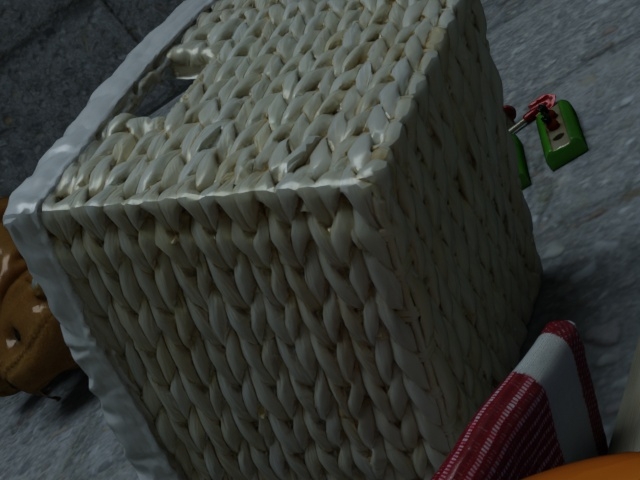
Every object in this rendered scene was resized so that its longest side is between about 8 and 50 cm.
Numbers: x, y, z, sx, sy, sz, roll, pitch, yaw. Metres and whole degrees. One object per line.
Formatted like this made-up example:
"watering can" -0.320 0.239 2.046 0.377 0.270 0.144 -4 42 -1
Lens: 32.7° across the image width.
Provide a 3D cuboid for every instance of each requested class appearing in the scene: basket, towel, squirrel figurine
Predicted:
"basket" -0.002 0.009 0.838 0.266 0.331 0.328 -3 36 23
"towel" 0.046 0.223 0.496 0.037 0.237 0.329 18 55 36
"squirrel figurine" -0.381 0.045 1.575 0.397 0.281 0.370 -48 28 -15

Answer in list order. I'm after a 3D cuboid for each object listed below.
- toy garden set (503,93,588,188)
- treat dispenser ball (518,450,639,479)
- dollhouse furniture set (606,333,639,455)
"toy garden set" 0.167 -0.097 1.224 0.244 0.049 0.204 -32 21 20
"treat dispenser ball" 0.119 0.205 0.315 0.288 0.288 0.288 -34 21 15
"dollhouse furniture set" 0.232 0.051 0.453 0.161 0.212 0.242 -57 1 -44
